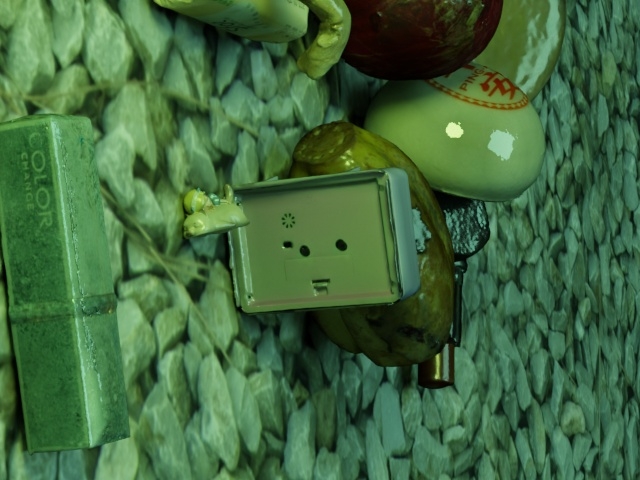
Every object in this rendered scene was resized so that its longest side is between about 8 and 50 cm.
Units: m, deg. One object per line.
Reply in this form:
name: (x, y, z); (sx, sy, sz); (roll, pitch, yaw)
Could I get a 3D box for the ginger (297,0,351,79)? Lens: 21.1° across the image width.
ginger: (-0.034, -0.306, 1.755); (0.288, 0.075, 0.089); (69, 20, -10)

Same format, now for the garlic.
garlic: (0.243, -0.280, 2.478); (0.196, 0.151, 0.338); (13, 79, -34)

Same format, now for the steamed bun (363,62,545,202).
steamed bun: (0.174, -0.149, 2.144); (0.232, 0.232, 0.145); (-20, 132, -63)

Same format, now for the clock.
clock: (0.000, -0.001, 1.818); (0.073, 0.193, 0.145); (-14, 98, -65)

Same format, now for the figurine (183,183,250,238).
figurine: (-0.114, -0.030, 1.771); (0.083, 0.047, 0.050); (-10, 79, -57)

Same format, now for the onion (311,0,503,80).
onion: (0.103, -0.324, 2.023); (0.276, 0.276, 0.276); (22, 65, -61)

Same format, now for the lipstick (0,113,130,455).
lipstick: (-0.225, 0.035, 1.486); (0.076, 0.077, 0.290); (-9, 92, -63)

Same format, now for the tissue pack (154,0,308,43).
tissue pack: (-0.096, -0.312, 1.807); (0.222, 0.090, 0.186); (9, 74, -64)

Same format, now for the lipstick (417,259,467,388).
lipstick: (0.152, 0.046, 2.241); (0.081, 0.081, 0.300); (30, 56, -59)

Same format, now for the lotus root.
lotus root: (0.054, 0.009, 1.939); (0.193, 0.193, 0.291); (-50, 128, -56)

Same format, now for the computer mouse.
computer mouse: (0.118, -0.026, 2.158); (0.217, 0.073, 0.122); (1, 79, -40)
